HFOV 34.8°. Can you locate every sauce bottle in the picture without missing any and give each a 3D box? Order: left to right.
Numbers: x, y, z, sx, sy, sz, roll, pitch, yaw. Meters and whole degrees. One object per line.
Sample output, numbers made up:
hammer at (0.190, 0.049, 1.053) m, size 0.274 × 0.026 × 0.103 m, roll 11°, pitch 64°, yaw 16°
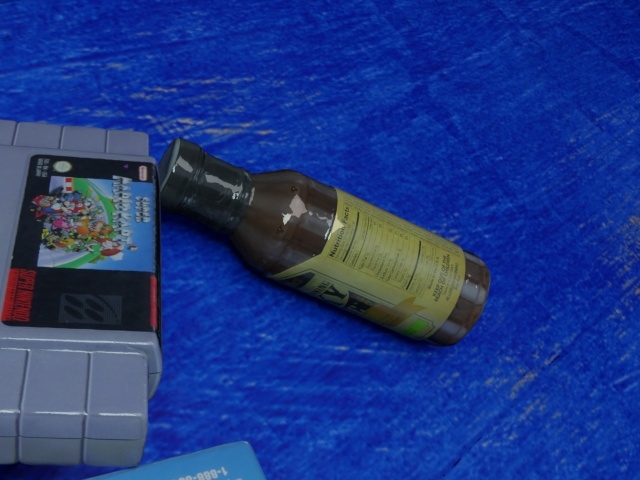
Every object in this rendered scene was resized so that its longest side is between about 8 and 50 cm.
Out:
sauce bottle at (0.000, 0.000, 1.002) m, size 0.344 × 0.111 × 0.111 m, roll 24°, pitch 43°, yaw -18°

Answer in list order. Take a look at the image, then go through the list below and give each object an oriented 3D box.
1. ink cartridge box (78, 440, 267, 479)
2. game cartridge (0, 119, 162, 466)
ink cartridge box at (-0.106, 0.343, 0.559) m, size 0.285 × 0.166 × 0.395 m, roll -5°, pitch 59°, yaw -42°
game cartridge at (-0.228, 0.012, 0.722) m, size 0.230 × 0.068 × 0.355 m, roll 0°, pitch 34°, yaw -10°
